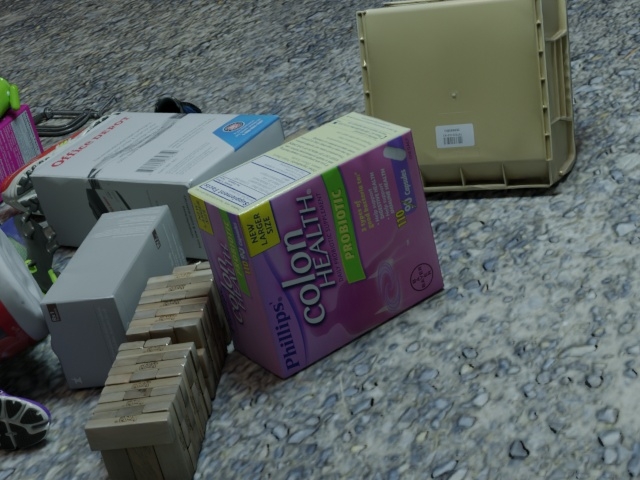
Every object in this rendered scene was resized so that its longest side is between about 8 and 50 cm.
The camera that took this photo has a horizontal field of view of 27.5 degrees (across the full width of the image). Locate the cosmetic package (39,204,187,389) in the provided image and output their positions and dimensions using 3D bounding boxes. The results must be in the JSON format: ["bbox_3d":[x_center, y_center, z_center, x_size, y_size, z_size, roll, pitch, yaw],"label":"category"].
[{"bbox_3d":[-0.247,0.066,1.613,0.107,0.127,0.238,-8,28,12],"label":"cosmetic package"}]

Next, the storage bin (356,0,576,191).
[{"bbox_3d":[0.201,-0.204,1.786,0.262,0.260,0.123,-1,11,24],"label":"storage bin"}]

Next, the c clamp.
[{"bbox_3d":[-0.481,-0.228,2.452,0.160,0.022,0.137,1,35,25],"label":"c clamp"}]

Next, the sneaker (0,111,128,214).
[{"bbox_3d":[-0.399,-0.132,2.122,0.279,0.107,0.118,-29,20,-33],"label":"sneaker"}]

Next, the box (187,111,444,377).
[{"bbox_3d":[0.000,0.000,1.515,0.243,0.213,0.117,-27,29,-25],"label":"box"}]

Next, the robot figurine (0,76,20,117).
[{"bbox_3d":[-0.554,-0.235,2.187,0.101,0.067,0.115,-12,25,13],"label":"robot figurine"}]

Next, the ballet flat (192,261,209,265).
[{"bbox_3d":[-0.062,0.021,1.665,0.241,0.077,0.091,-28,30,-27],"label":"ballet flat"}]

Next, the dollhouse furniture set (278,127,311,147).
[{"bbox_3d":[-0.004,-0.017,1.646,0.161,0.182,0.101,-50,36,-12],"label":"dollhouse furniture set"}]

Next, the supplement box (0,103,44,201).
[{"bbox_3d":[-0.569,-0.133,2.196,0.111,0.114,0.220,-4,26,20],"label":"supplement box"}]

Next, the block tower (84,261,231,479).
[{"bbox_3d":[-0.168,0.145,1.453,0.091,0.097,0.335,-9,24,11],"label":"block tower"}]

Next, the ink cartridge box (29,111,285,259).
[{"bbox_3d":[-0.227,-0.086,1.902,0.307,0.129,0.223,5,32,34],"label":"ink cartridge box"}]

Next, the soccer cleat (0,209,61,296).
[{"bbox_3d":[-0.415,0.065,1.776,0.121,0.093,0.289,-42,28,12],"label":"soccer cleat"}]

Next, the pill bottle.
[{"bbox_3d":[-0.493,0.115,1.550,0.318,0.176,0.176,-32,28,-4],"label":"pill bottle"}]

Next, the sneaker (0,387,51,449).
[{"bbox_3d":[-0.371,0.190,1.497,0.170,0.068,0.071,2,25,32],"label":"sneaker"}]

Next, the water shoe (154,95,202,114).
[{"bbox_3d":[-0.242,-0.212,2.221,0.073,0.080,0.203,-12,26,3],"label":"water shoe"}]
